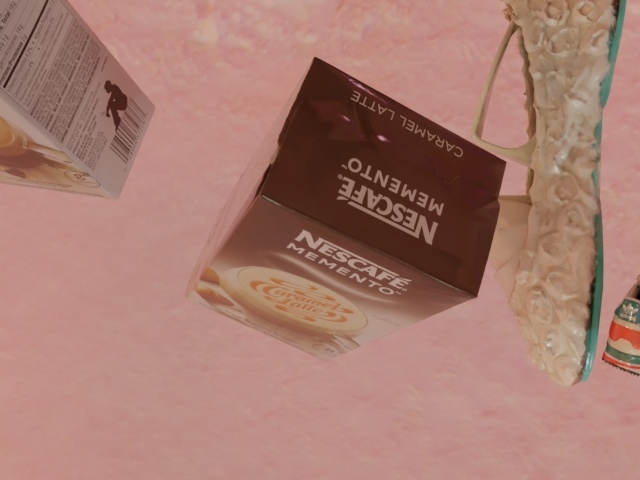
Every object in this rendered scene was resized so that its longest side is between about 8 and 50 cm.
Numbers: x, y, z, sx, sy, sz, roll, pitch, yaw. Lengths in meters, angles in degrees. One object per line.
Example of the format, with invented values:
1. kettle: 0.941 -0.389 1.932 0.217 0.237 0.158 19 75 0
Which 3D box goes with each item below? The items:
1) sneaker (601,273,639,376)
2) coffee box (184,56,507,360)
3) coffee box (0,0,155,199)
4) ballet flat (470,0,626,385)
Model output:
1. sneaker: 0.308 0.060 0.601 0.161 0.057 0.075 -16 116 -37
2. coffee box: 0.000 0.000 0.490 0.141 0.246 0.098 25 65 -10
3. coffee box: -0.299 -0.159 0.586 0.168 0.297 0.119 8 69 20
4. ballet flat: 0.213 -0.070 0.675 0.147 0.147 0.409 6 89 -16
